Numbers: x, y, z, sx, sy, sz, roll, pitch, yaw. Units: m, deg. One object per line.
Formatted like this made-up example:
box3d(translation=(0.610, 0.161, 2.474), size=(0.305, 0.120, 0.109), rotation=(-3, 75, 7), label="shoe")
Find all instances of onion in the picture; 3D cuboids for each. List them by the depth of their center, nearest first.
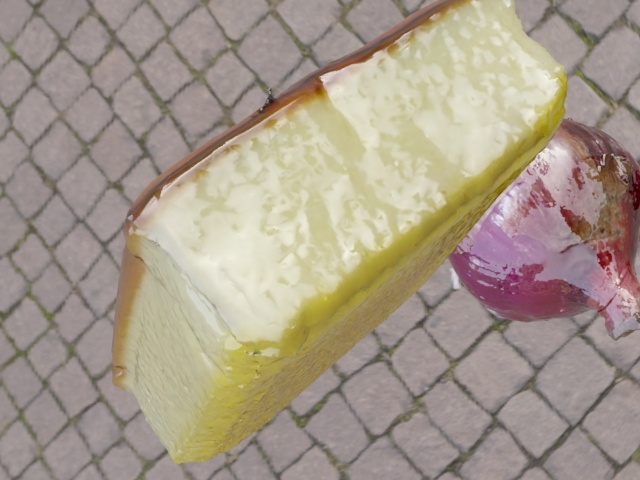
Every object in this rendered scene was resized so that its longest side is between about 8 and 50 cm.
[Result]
box3d(translation=(0.371, 0.007, 1.417), size=(0.348, 0.348, 0.385), rotation=(-45, 47, 14), label="onion")

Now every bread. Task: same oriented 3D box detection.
box3d(translation=(0.000, 0.000, 0.702), size=(0.323, 0.333, 0.143), rotation=(-36, 78, -29), label="bread")
